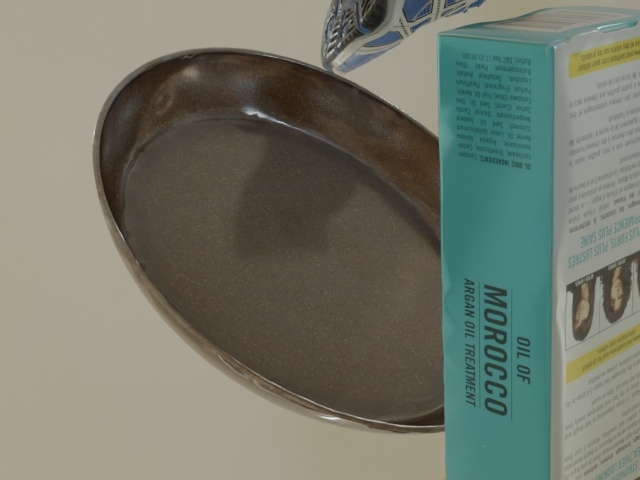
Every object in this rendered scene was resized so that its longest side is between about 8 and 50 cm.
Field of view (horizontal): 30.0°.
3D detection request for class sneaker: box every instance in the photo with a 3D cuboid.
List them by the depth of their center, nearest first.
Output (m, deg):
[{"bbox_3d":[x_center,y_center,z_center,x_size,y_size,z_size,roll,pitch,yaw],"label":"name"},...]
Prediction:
[{"bbox_3d":[0.076,-0.183,0.875,0.081,0.211,0.080,23,-131,-29],"label":"sneaker"}]

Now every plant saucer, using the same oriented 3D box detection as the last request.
[{"bbox_3d":[0.000,0.000,0.743,0.310,0.310,0.050,30,-52,-6],"label":"plant saucer"}]

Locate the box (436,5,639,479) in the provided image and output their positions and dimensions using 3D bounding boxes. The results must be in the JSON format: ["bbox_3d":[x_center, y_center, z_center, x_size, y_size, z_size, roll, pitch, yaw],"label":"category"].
[{"bbox_3d":[0.107,0.024,0.533,0.100,0.060,0.244,-19,-66,-41],"label":"box"}]

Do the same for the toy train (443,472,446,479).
[{"bbox_3d":[0.077,0.192,0.722,0.046,0.125,0.166,28,-106,8],"label":"toy train"}]
